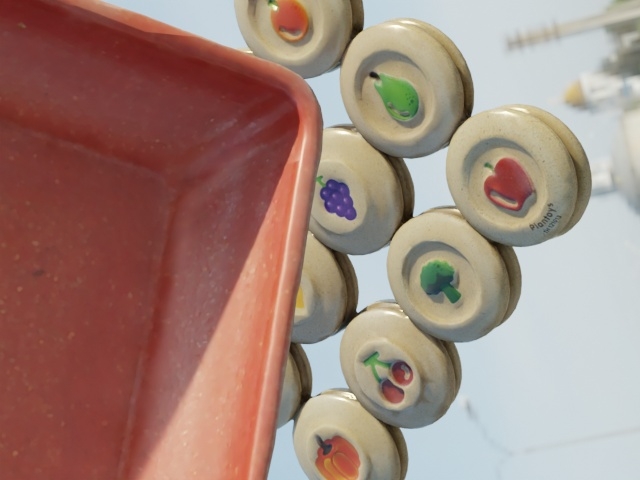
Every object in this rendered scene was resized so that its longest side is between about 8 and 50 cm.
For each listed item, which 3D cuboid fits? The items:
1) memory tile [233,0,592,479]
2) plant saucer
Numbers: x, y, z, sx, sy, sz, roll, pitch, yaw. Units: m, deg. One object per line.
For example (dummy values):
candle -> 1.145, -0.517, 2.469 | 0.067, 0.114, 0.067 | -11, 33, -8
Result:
memory tile -> 0.000, 0.000, 0.478 | 0.113, 0.148, 0.012 | 40, -141, 15
plant saucer -> -0.138, 0.052, 0.341 | 0.047, 0.258, 0.259 | -27, 50, 58
